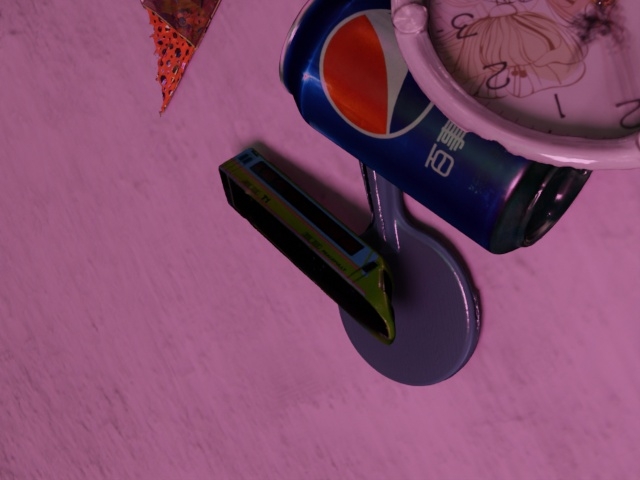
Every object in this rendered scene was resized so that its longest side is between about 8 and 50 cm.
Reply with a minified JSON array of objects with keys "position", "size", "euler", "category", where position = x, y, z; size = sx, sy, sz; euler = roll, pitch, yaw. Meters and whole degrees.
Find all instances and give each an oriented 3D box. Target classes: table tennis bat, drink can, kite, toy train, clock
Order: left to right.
[{"position":[-0.111,-0.221,0.789],"size":[0.125,0.008,0.222],"euler":[-5,99,36],"category":"kite"},{"position":[0.000,0.000,0.717],"size":[0.209,0.042,0.044],"euler":[41,156,35],"category":"toy train"},{"position":[0.057,0.014,0.718],"size":[0.124,0.033,0.201],"euler":[-3,102,39],"category":"table tennis bat"},{"position":[0.076,-0.087,0.625],"size":[0.205,0.118,0.118],"euler":[37,121,23],"category":"drink can"},{"position":[0.159,-0.139,0.538],"size":[0.236,0.053,0.236],"euler":[-4,69,11],"category":"clock"}]
